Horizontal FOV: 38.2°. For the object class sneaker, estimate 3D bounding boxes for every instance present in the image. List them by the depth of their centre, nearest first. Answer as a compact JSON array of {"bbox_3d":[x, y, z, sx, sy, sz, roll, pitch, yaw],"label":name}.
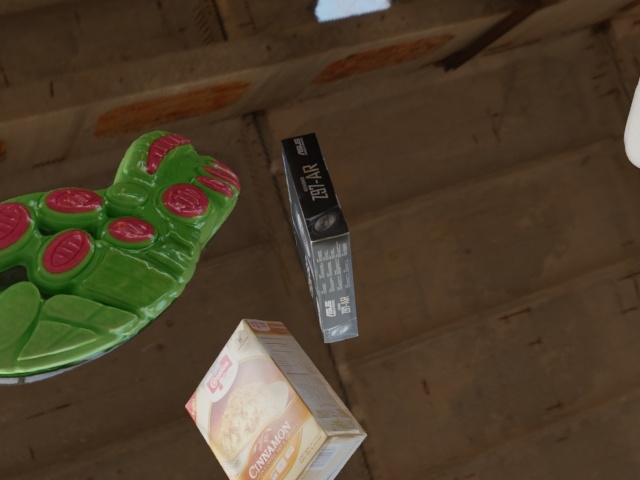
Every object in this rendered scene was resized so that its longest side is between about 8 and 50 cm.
[{"bbox_3d":[-0.221,0.039,0.953,0.185,0.483,0.202,32,-66,6],"label":"sneaker"}]

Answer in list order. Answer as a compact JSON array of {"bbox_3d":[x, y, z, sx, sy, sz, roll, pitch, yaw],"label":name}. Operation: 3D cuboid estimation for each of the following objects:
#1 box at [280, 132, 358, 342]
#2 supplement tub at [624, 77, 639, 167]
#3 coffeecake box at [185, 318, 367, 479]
[{"bbox_3d":[0.000,0.000,0.452,0.018,0.083,0.067,-13,-128,-5],"label":"box"},{"bbox_3d":[0.418,-0.121,0.786,0.272,0.191,0.191,18,-108,19],"label":"supplement tub"},{"bbox_3d":[-0.055,0.202,1.042,0.068,0.185,0.142,11,-61,-46],"label":"coffeecake box"}]
